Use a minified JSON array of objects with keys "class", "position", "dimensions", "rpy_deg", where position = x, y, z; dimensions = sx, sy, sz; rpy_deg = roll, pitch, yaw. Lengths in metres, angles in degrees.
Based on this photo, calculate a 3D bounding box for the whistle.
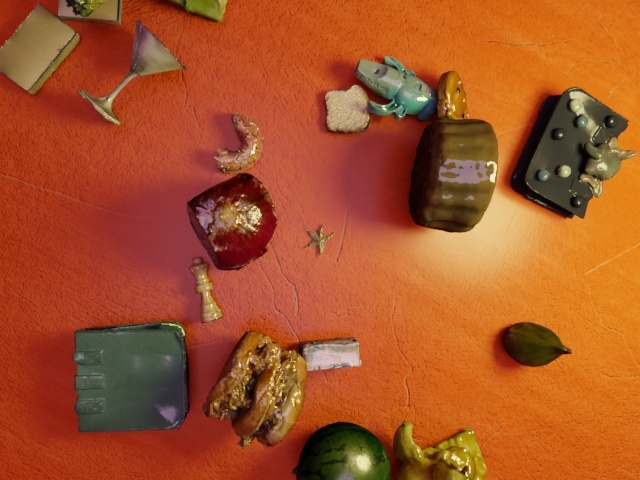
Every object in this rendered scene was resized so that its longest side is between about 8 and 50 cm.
[{"class":"whistle","position":[0.218,-0.408,1.148],"dimensions":[0.274,0.093,0.186],"rpy_deg":[23,67,-11]}]

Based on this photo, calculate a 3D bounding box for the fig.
[{"class":"fig","position":[0.594,0.302,1.162],"dimensions":[0.133,0.185,0.127],"rpy_deg":[24,104,-10]}]

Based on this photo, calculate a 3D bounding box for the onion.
[{"class":"onion","position":[-0.204,-0.043,1.052],"dimensions":[0.207,0.216,0.206],"rpy_deg":[-31,97,-13]}]

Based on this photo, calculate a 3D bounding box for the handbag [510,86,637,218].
[{"class":"handbag","position":[0.733,-0.243,1.211],"dimensions":[0.269,0.118,0.326],"rpy_deg":[24,89,-7]}]

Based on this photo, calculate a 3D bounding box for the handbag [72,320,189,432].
[{"class":"handbag","position":[-0.472,0.340,1.079],"dimensions":[0.274,0.100,0.269],"rpy_deg":[-4,94,-6]}]

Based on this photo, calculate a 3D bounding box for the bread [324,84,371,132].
[{"class":"bread","position":[0.073,-0.358,1.166],"dimensions":[0.126,0.044,0.129],"rpy_deg":[-6,94,1]}]

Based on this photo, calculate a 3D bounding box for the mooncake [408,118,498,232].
[{"class":"mooncake","position":[0.323,-0.164,1.078],"dimensions":[0.161,0.290,0.290],"rpy_deg":[6,90,1]}]

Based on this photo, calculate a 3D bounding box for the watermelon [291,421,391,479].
[{"class":"watermelon","position":[0.057,0.587,1.070],"dimensions":[0.242,0.242,0.242],"rpy_deg":[0,90,-7]}]

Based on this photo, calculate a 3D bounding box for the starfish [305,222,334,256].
[{"class":"starfish","position":[0.000,0.000,1.172],"dimensions":[0.092,0.016,0.086],"rpy_deg":[-21,95,-9]}]

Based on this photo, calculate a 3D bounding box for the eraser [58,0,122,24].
[{"class":"eraser","position":[-0.595,-0.618,1.093],"dimensions":[0.150,0.023,0.104],"rpy_deg":[2,90,-7]}]

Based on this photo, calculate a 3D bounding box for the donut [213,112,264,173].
[{"class":"donut","position":[-0.207,-0.251,1.121],"dimensions":[0.117,0.065,0.166],"rpy_deg":[16,90,-6]}]

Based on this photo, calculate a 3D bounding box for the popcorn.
[{"class":"popcorn","position":[0.291,0.638,1.096],"dimensions":[0.325,0.321,0.290],"rpy_deg":[45,102,12]}]

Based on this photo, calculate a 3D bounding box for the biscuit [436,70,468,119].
[{"class":"biscuit","position":[0.363,-0.369,1.142],"dimensions":[0.050,0.170,0.170],"rpy_deg":[-1,91,37]}]

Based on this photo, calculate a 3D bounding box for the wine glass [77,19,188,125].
[{"class":"wine glass","position":[-0.474,-0.408,1.053],"dimensions":[0.156,0.156,0.232],"rpy_deg":[43,90,-5]}]

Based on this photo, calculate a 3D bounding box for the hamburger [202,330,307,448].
[{"class":"hamburger","position":[-0.163,0.370,1.046],"dimensions":[0.211,0.245,0.260],"rpy_deg":[29,57,-10]}]

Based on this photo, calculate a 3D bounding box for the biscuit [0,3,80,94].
[{"class":"biscuit","position":[-0.720,-0.483,1.071],"dimensions":[0.121,0.040,0.199],"rpy_deg":[37,85,-3]}]

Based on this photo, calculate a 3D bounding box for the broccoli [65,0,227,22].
[{"class":"broccoli","position":[-0.454,-0.653,1.019],"dimensions":[0.353,0.275,0.397],"rpy_deg":[-42,108,-7]}]

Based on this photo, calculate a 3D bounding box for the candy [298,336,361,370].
[{"class":"candy","position":[0.023,0.303,1.137],"dimensions":[0.160,0.092,0.073],"rpy_deg":[-3,89,-8]}]

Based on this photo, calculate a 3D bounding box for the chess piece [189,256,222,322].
[{"class":"chess piece","position":[-0.308,0.129,1.117],"dimensions":[0.060,0.060,0.172],"rpy_deg":[-15,90,-7]}]
